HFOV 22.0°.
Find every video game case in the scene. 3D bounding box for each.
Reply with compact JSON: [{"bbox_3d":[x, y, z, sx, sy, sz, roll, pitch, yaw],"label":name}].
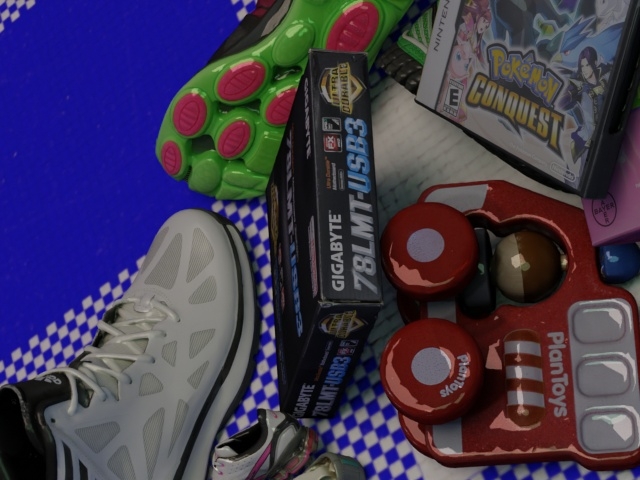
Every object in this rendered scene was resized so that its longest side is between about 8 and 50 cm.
[{"bbox_3d":[0.204,-0.203,1.560,0.275,0.035,0.248,37,120,49],"label":"video game case"}]

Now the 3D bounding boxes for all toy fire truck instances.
[{"bbox_3d":[0.194,0.084,1.634,0.254,0.169,0.302,-4,66,9],"label":"toy fire truck"}]

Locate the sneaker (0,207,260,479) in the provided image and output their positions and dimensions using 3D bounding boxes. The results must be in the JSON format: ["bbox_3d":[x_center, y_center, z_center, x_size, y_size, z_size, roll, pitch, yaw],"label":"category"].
[{"bbox_3d":[-0.221,0.144,1.825,0.169,0.257,0.447,-1,69,36],"label":"sneaker"}]

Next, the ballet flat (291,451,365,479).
[{"bbox_3d":[-0.044,0.300,1.749,0.213,0.068,0.072,-45,50,12],"label":"ballet flat"}]

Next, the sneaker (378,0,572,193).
[{"bbox_3d":[0.202,-0.165,1.733,0.146,0.134,0.343,-54,49,8],"label":"sneaker"}]

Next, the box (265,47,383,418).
[{"bbox_3d":[0.000,0.000,1.732,0.073,0.293,0.295,1,63,-9],"label":"box"}]

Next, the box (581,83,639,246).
[{"bbox_3d":[0.333,-0.139,1.528,0.213,0.117,0.243,-24,75,56],"label":"box"}]

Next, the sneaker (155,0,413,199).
[{"bbox_3d":[-0.012,-0.239,1.932,0.483,0.185,0.202,-49,10,20],"label":"sneaker"}]

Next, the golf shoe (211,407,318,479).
[{"bbox_3d":[-0.090,0.247,1.784,0.186,0.086,0.067,-45,25,21],"label":"golf shoe"}]
